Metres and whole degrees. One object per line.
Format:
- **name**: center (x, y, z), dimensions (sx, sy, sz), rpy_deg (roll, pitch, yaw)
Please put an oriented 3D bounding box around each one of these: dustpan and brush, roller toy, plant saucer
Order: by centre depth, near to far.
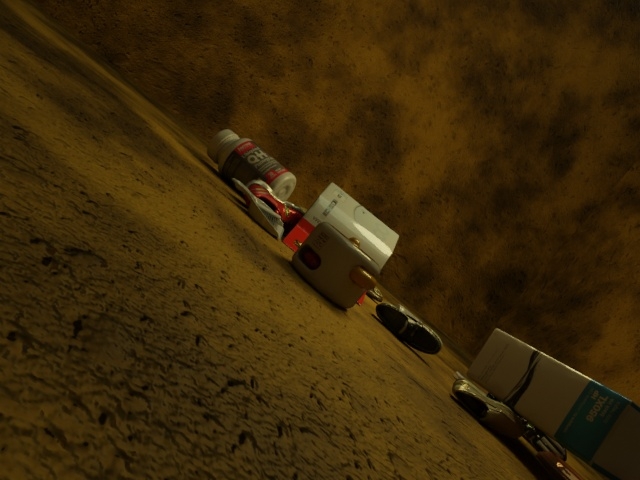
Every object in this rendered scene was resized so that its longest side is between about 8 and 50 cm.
- **roller toy**: center (0.041, 0.053, 1.121), dimensions (0.191, 0.146, 0.209), rpy_deg (39, 4, 0)
- **plant saucer**: center (0.692, 0.656, 1.286), dimensions (0.200, 0.037, 0.200), rpy_deg (40, 4, -3)
- **dustpan and brush**: center (-0.181, -0.099, 1.353), dimensions (0.211, 0.060, 0.147), rpy_deg (35, 12, -8)

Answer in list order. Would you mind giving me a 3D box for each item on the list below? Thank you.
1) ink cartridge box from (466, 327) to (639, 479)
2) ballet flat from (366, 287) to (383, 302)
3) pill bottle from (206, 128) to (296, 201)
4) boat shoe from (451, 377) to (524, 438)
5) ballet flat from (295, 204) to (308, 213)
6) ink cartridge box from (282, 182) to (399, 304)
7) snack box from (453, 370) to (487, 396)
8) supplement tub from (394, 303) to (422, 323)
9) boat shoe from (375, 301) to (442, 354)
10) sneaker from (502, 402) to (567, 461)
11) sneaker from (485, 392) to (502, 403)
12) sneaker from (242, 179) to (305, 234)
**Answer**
- **ink cartridge box**: center (0.610, 0.413, 1.168), dimensions (0.285, 0.166, 0.395), rpy_deg (35, -2, -26)
- **ballet flat**: center (0.167, 0.158, 1.881), dimensions (0.250, 0.058, 0.084), rpy_deg (42, 5, 38)
- **pill bottle**: center (-0.258, -0.259, 1.702), dimensions (0.318, 0.176, 0.176), rpy_deg (40, 3, 13)
- **boat shoe**: center (0.395, 0.412, 1.115), dimensions (0.190, 0.068, 0.072), rpy_deg (32, 15, 14)
- **ballet flat**: center (0.000, 0.000, 1.842), dimensions (0.348, 0.123, 0.123), rpy_deg (40, 3, -4)
- **ink cartridge box**: center (0.081, -0.007, 1.505), dimensions (0.308, 0.091, 0.385), rpy_deg (39, 30, -2)
- **snack box**: center (0.515, 0.499, 1.536), dimensions (0.178, 0.022, 0.064), rpy_deg (39, 4, -14)
- **supplement tub**: center (0.282, 0.270, 1.569), dimensions (0.107, 0.071, 0.071), rpy_deg (40, 3, -13)
- **boat shoe**: center (0.250, 0.259, 1.371), dimensions (0.223, 0.080, 0.073), rpy_deg (36, 7, 24)
- **sneaker**: center (0.702, 0.615, 1.550), dimensions (0.162, 0.106, 0.281), rpy_deg (44, 11, -36)
- **sneaker**: center (0.522, 0.494, 1.368), dimensions (0.075, 0.057, 0.161), rpy_deg (35, -1, 13)
- **sneaker**: center (-0.140, -0.075, 1.499), dimensions (0.279, 0.107, 0.118), rpy_deg (35, 24, -29)
